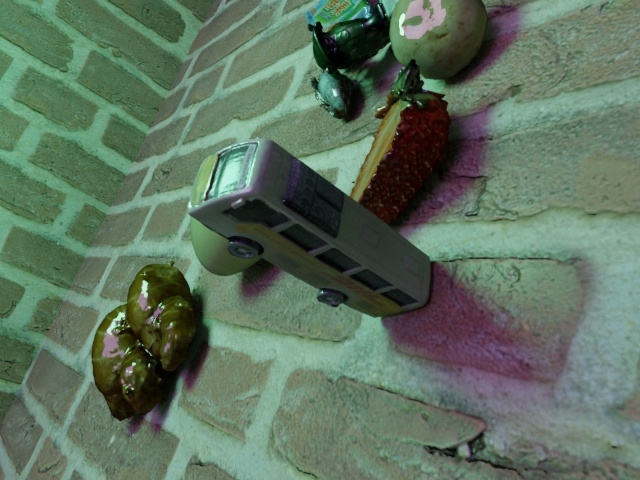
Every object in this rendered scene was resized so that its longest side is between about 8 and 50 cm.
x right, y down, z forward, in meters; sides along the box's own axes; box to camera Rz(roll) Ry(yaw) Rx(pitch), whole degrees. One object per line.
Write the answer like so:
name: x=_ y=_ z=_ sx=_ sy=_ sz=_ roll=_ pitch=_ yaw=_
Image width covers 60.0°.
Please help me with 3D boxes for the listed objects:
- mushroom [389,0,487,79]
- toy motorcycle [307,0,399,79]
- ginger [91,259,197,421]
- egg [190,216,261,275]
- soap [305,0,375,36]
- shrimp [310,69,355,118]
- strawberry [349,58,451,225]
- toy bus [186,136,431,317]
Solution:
mushroom: x=0.199 y=-0.358 z=0.946 sx=0.166 sy=0.127 sz=0.166 roll=-1 pitch=87 yaw=27
toy motorcycle: x=0.087 y=-0.410 z=1.083 sx=0.275 sy=0.187 sz=0.124 roll=-25 pitch=87 yaw=38
ginger: x=-0.393 y=0.240 z=1.258 sx=0.357 sy=0.152 sz=0.274 roll=-54 pitch=52 yaw=10
egg: x=-0.171 y=-0.048 z=1.143 sx=0.188 sy=0.189 sz=0.253 roll=31 pitch=100 yaw=58
soap: x=0.051 y=-0.514 z=1.306 sx=0.156 sy=0.077 sz=0.293 roll=-35 pitch=38 yaw=16
shrimp: x=0.027 y=-0.340 z=1.225 sx=0.090 sy=0.079 sz=0.233 roll=-16 pitch=37 yaw=-1
strawberry: x=0.130 y=-0.136 z=0.892 sx=0.188 sy=0.106 sz=0.286 roll=-108 pitch=39 yaw=-77
toy bus: x=0.000 y=0.000 z=0.724 sx=0.138 sy=0.343 sz=0.097 roll=-18 pitch=50 yaw=42
